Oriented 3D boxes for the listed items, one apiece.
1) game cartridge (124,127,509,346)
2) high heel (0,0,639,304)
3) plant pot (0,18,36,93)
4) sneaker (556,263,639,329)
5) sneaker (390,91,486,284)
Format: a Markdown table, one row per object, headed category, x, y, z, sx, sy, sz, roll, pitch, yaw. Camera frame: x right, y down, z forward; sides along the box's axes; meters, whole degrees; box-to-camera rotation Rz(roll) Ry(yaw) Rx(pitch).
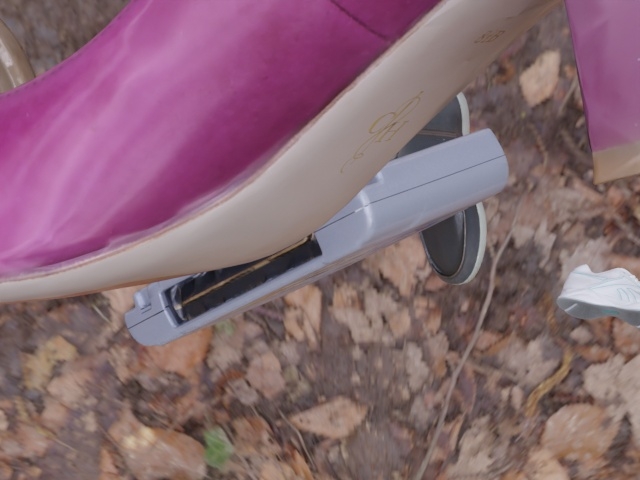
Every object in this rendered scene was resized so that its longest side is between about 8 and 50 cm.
| category | x | y | z | sx | sy | sz | roll | pitch | yaw |
| --- | --- | --- | --- | --- | --- | --- | --- | --- | --- |
| game cartridge | 0.000 | 0.000 | 1.097 | 0.198 | 0.297 | 0.062 | -15 | 82 | -45 |
| high heel | -0.027 | -0.085 | 0.419 | 0.377 | 0.127 | 0.181 | -12 | 89 | 23 |
| plant pot | -0.347 | -0.089 | 1.092 | 0.237 | 0.110 | 0.237 | 2 | 107 | 7 |
| sneaker | 0.343 | 0.062 | 1.541 | 0.152 | 0.053 | 0.061 | 14 | 61 | 20 |
| sneaker | 0.106 | -0.053 | 1.494 | 0.083 | 0.118 | 0.222 | -3 | 98 | 45 |
